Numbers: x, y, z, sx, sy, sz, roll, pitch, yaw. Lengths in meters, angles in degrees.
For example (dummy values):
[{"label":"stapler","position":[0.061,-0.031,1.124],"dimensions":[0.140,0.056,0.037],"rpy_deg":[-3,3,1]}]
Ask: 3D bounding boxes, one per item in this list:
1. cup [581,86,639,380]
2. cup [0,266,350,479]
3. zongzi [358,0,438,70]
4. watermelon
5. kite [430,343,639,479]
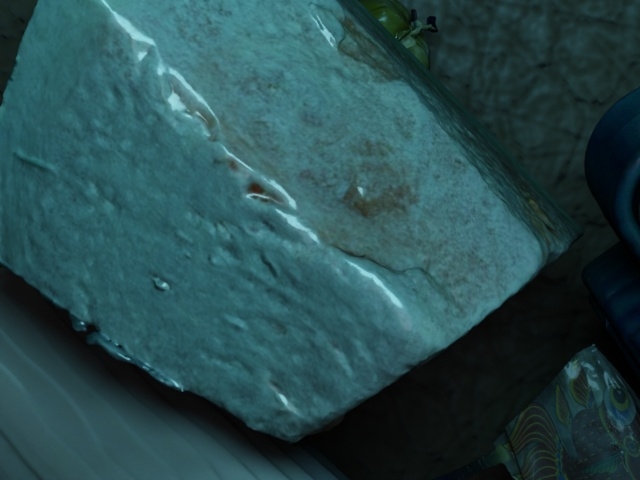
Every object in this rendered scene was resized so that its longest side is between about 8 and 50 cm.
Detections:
[{"label":"cup","position":[0.317,0.024,0.931],"dimensions":[0.292,0.308,0.242],"rpy_deg":[-34,60,7]},{"label":"cup","position":[-0.103,0.184,0.956],"dimensions":[0.208,0.273,0.288],"rpy_deg":[-29,137,-27]},{"label":"zongzi","position":[0.001,-0.037,1.037],"dimensions":[0.205,0.094,0.204],"rpy_deg":[-19,105,1]},{"label":"watermelon","position":[0.000,0.000,0.859],"dimensions":[0.387,0.258,0.228],"rpy_deg":[31,102,-38]},{"label":"kite","position":[0.127,0.154,1.025],"dimensions":[0.229,0.016,0.127],"rpy_deg":[-30,79,41]}]
